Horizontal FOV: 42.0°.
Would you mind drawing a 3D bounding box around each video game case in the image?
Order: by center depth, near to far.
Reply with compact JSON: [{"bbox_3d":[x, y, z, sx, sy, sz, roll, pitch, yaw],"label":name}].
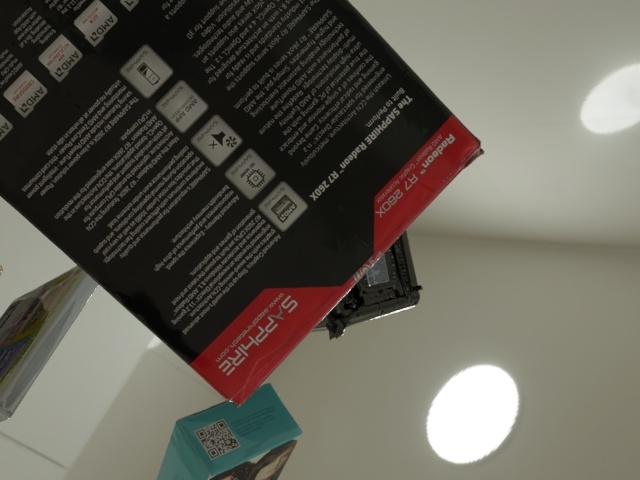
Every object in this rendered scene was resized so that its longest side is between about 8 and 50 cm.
[{"bbox_3d":[-0.334,0.120,0.904,0.193,0.023,0.212,-24,-150,38],"label":"video game case"}]

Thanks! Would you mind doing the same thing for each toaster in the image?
[{"bbox_3d":[0.000,0.000,0.761,0.110,0.185,0.168,-14,-93,31],"label":"toaster"}]

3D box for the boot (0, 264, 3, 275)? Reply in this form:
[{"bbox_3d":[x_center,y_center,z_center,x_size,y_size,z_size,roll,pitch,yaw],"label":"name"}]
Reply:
[{"bbox_3d":[-0.510,0.153,1.092,0.295,0.104,0.211,-15,-98,29],"label":"boot"}]

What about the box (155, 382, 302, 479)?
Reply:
[{"bbox_3d":[-0.104,0.242,0.793,0.060,0.100,0.244,51,-41,28],"label":"box"}]

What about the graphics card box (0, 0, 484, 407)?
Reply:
[{"bbox_3d":[-0.109,-0.107,0.515,0.233,0.371,0.094,-47,-166,-1],"label":"graphics card box"}]
